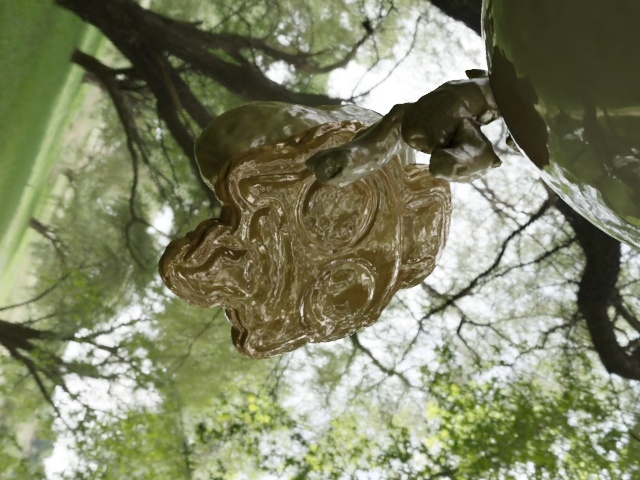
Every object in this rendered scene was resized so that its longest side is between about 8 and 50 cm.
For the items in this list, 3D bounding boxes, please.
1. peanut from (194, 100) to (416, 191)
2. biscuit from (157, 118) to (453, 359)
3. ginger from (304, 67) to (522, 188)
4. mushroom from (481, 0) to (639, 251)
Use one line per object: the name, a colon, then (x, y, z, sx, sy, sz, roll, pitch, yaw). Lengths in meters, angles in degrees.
peanut: (-0.008, -0.118, 0.977, 0.192, 0.387, 0.170, 39, -63, 35)
biscuit: (0.002, 0.001, 0.770, 0.051, 0.375, 0.270, 34, -50, 54)
ginger: (0.115, -0.097, 0.615, 0.149, 0.258, 0.065, -116, -173, -54)
mushroom: (0.273, -0.132, 0.355, 0.362, 0.362, 0.295, -17, -130, 64)
